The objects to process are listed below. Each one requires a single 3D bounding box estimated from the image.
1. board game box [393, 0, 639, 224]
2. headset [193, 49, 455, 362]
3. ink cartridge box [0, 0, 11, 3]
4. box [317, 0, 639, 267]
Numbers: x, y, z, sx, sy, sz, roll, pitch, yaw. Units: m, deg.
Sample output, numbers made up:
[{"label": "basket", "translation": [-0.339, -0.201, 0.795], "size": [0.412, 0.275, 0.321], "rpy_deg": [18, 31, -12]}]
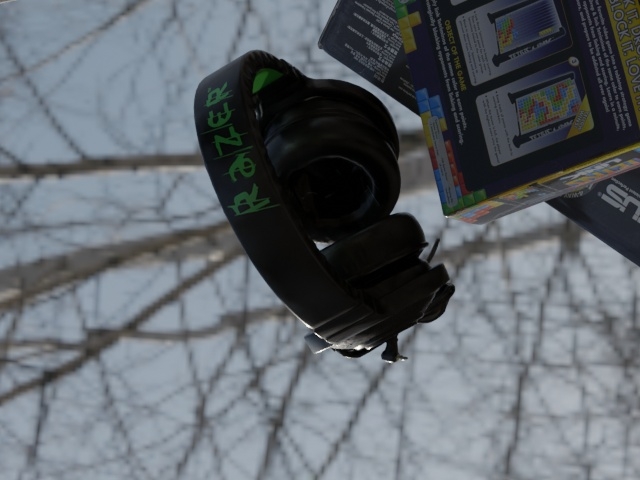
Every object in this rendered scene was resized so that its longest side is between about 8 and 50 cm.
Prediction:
[{"label": "board game box", "translation": [0.116, -0.111, 0.988], "size": [0.048, 0.141, 0.170], "rpy_deg": [12, -118, -58]}, {"label": "headset", "translation": [0.000, 0.000, 1.554], "size": [0.394, 0.185, 0.243], "rpy_deg": [33, -146, -54]}, {"label": "ink cartridge box", "translation": [-0.175, -0.351, 1.393], "size": [0.395, 0.285, 0.166], "rpy_deg": [-16, -31, -24]}, {"label": "box", "translation": [0.239, -0.115, 1.660], "size": [0.318, 0.395, 0.097], "rpy_deg": [-7, -51, -58]}]
